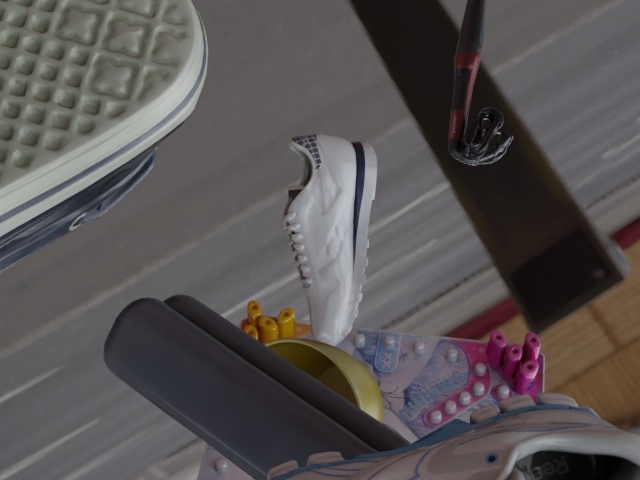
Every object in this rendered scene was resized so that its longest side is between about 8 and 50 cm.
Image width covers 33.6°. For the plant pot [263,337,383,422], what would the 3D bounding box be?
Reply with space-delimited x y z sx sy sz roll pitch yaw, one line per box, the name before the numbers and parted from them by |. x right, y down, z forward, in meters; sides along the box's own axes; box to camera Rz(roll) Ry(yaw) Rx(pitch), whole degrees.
plant pot | 0.000 0.145 0.910 0.134 0.134 0.095 -38 164 26

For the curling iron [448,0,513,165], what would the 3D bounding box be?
curling iron | 0.181 -0.202 1.211 0.068 0.274 0.035 6 154 -4

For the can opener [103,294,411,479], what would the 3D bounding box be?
can opener | 0.027 0.094 0.521 0.095 0.283 0.076 -61 162 10

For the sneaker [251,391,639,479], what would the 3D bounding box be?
sneaker | 0.036 0.102 0.377 0.190 0.071 0.083 -22 178 -14

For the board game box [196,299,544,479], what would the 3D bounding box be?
board game box | 0.060 0.242 1.213 0.389 0.390 0.050 6 135 7

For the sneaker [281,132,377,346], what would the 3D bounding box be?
sneaker | 0.000 0.000 1.176 0.094 0.235 0.090 5 176 -20

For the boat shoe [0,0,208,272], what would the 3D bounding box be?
boat shoe | -0.292 -0.009 0.602 0.500 0.187 0.156 -30 171 -15
